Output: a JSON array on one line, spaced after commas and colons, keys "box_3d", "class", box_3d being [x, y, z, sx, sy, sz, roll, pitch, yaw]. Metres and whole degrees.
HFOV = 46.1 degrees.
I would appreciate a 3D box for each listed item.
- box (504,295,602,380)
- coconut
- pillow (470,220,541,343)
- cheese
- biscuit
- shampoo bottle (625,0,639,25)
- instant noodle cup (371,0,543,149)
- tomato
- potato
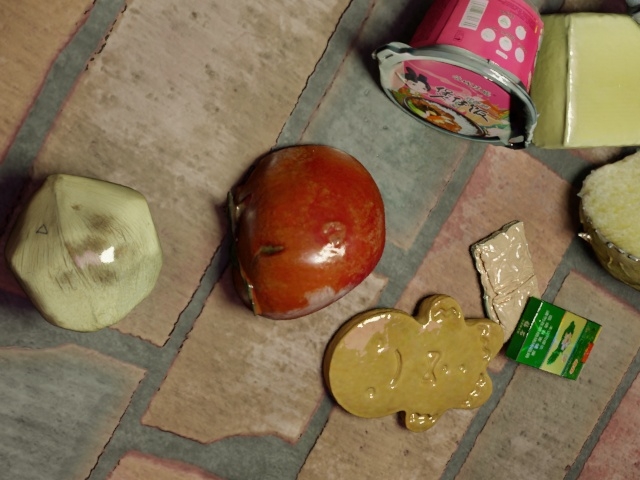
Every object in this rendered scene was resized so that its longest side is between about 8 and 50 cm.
[{"box_3d": [0.474, 0.201, 1.518, 0.235, 0.034, 0.132, 22, 93, -39], "class": "box"}, {"box_3d": [-0.331, 0.009, 1.047, 0.224, 0.224, 0.224, -6, 106, -22], "class": "coconut"}, {"box_3d": [0.368, 0.087, 1.464, 0.126, 0.043, 0.233, -25, 110, -22], "class": "pillow"}, {"box_3d": [0.526, -0.292, 1.385, 0.265, 0.124, 0.243, -5, 105, -23], "class": "cheese"}, {"box_3d": [0.178, 0.230, 1.397, 0.354, 0.052, 0.275, 7, 103, -22], "class": "biscuit"}, {"box_3d": [0.592, -0.380, 1.300, 0.214, 0.072, 0.072, 34, 89, -22], "class": "shampoo bottle"}, {"box_3d": [0.246, -0.297, 1.208, 0.302, 0.258, 0.182, 32, 76, -34], "class": "instant noodle cup"}, {"box_3d": [-0.001, 0.002, 1.203, 0.309, 0.170, 0.309, -6, 107, -21], "class": "tomato"}, {"box_3d": [0.652, 0.001, 1.469, 0.300, 0.289, 0.237, -31, 147, -9], "class": "potato"}]
